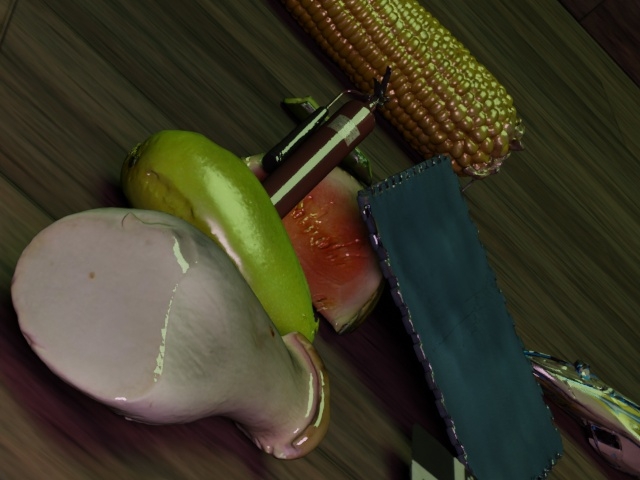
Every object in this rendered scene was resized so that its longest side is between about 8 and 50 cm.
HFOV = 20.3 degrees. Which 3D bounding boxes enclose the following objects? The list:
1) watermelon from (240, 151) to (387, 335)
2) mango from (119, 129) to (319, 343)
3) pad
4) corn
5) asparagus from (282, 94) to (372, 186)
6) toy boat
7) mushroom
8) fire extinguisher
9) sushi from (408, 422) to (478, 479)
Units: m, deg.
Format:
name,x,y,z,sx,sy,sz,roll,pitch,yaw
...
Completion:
name,x,y,z,sx,sy,sz,roll,pitch,yaw
watermelon,0.012,-0.007,1.275,0.087,0.069,0.163,20,33,-58
mango,-0.055,0.001,1.095,0.165,0.074,0.091,49,17,-6
pad,0.111,0.070,1.325,0.269,0.012,0.269,69,18,0
corn,0.067,-0.180,1.692,0.305,0.106,0.106,44,19,-10
asparagus,0.012,-0.084,1.497,0.108,0.021,0.025,45,18,-16
toy boat,0.241,0.148,1.527,0.210,0.066,0.084,34,-11,-18
mushroom,-0.073,0.053,0.949,0.225,0.093,0.116,34,41,-62
fire extinguisher,-0.007,-0.063,1.273,0.173,0.049,0.035,-45,114,-36
sushi,0.144,0.225,1.125,0.215,0.050,0.192,43,27,-20
